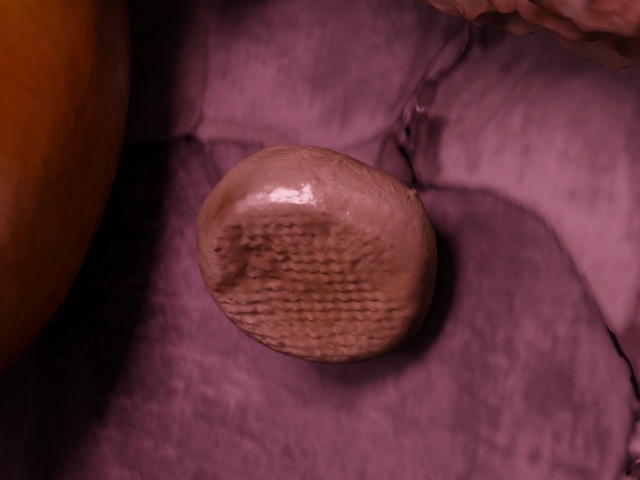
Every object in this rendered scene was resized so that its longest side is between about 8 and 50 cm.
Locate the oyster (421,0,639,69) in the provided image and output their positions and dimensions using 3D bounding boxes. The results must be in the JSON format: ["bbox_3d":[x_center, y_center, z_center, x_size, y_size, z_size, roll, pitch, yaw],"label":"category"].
[{"bbox_3d":[0.087,-0.153,0.490,0.396,0.111,0.204,25,97,40],"label":"oyster"}]

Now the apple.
[{"bbox_3d":[-0.198,-0.049,0.822,0.346,0.179,0.254,2,64,54],"label":"apple"}]

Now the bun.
[{"bbox_3d":[0.000,0.000,0.627,0.086,0.086,0.055,-45,19,40],"label":"bun"}]
